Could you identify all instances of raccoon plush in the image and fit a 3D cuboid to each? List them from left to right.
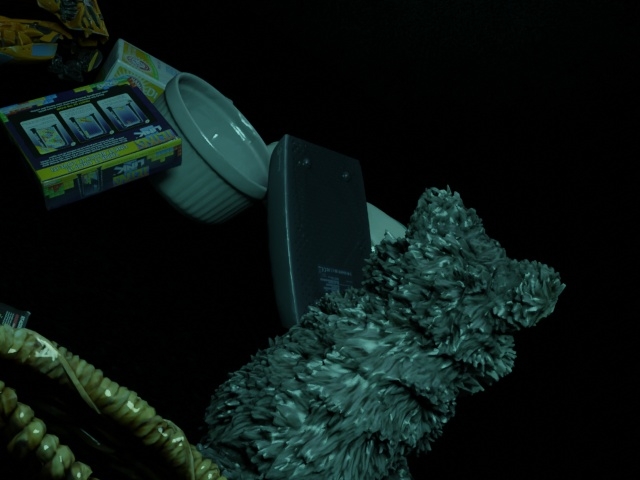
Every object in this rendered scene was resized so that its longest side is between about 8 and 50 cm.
[{"bbox_3d":[0.037,0.124,0.586,0.216,0.299,0.446,39,21,7],"label":"raccoon plush"}]

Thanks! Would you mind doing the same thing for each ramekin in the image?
[{"bbox_3d":[-0.161,-0.117,1.003,0.207,0.109,0.207,46,18,-19],"label":"ramekin"}]

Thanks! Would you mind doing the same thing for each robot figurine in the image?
[{"bbox_3d":[-0.424,-0.335,1.053,0.291,0.085,0.211,-25,97,-60],"label":"robot figurine"}]

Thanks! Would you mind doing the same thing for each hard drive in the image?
[{"bbox_3d":[0.000,0.000,0.971,0.172,0.054,0.254,12,68,-47],"label":"hard drive"}]

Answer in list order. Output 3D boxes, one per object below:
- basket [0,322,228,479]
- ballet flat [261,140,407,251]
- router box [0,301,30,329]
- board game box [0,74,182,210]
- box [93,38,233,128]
[{"bbox_3d":[-0.092,0.164,0.307,0.299,0.223,0.213,44,41,5],"label":"basket"},{"bbox_3d":[0.010,-0.018,1.129,0.400,0.139,0.139,44,22,31],"label":"ballet flat"},{"bbox_3d":[-0.278,0.084,0.541,0.092,0.038,0.122,27,23,-22],"label":"router box"},{"bbox_3d":[-0.273,-0.121,0.863,0.170,0.048,0.141,-23,58,-29],"label":"board game box"},{"bbox_3d":[-0.243,-0.203,1.118,0.203,0.103,0.114,26,22,-25],"label":"box"}]
